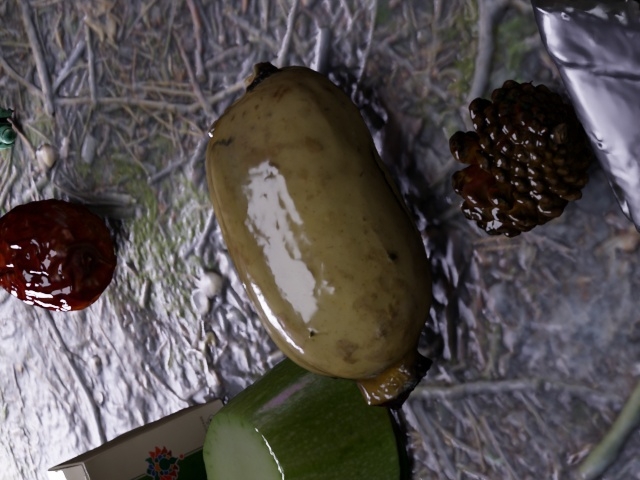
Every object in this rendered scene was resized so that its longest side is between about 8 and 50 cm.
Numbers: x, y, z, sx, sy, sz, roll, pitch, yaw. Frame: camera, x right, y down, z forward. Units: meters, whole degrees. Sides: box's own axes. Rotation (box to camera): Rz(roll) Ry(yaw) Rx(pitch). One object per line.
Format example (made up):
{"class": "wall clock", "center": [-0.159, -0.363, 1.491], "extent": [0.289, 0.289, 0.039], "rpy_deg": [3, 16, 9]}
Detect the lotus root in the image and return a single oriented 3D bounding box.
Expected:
{"class": "lotus root", "center": [0.000, 0.000, 0.916], "extent": [0.146, 0.160, 0.284], "rpy_deg": [-28, 89, 9]}

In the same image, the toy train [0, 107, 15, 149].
{"class": "toy train", "center": [-0.393, -0.129, 1.319], "extent": [0.122, 0.081, 0.050], "rpy_deg": [22, 114, 39]}

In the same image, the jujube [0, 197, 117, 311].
{"class": "jujube", "center": [-0.289, 0.014, 1.248], "extent": [0.176, 0.109, 0.112], "rpy_deg": [5, 75, 48]}

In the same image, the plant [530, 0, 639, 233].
{"class": "plant", "center": [0.211, -0.123, 0.645], "extent": [0.142, 0.164, 0.256], "rpy_deg": [18, 132, 45]}

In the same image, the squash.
{"class": "squash", "center": [-0.020, 0.185, 1.034], "extent": [0.170, 0.123, 0.170], "rpy_deg": [19, 116, 46]}

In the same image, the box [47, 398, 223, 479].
{"class": "box", "center": [-0.142, 0.284, 1.153], "extent": [0.095, 0.168, 0.212], "rpy_deg": [-23, 89, 51]}

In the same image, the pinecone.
{"class": "pinecone", "center": [0.133, -0.047, 0.799], "extent": [0.102, 0.102, 0.109], "rpy_deg": [39, 148, 29]}
